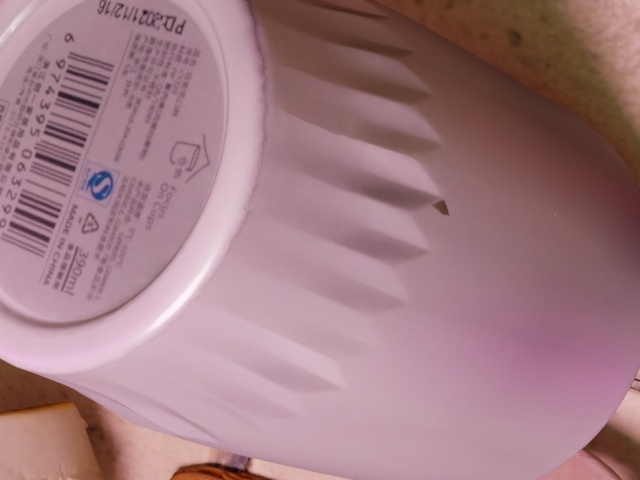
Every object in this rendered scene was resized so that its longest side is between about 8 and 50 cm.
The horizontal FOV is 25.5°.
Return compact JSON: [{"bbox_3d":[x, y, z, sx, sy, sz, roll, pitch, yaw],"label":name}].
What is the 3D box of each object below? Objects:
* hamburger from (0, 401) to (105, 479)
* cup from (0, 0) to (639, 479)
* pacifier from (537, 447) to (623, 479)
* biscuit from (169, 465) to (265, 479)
[{"bbox_3d":[-0.301,0.205,1.056,0.295,0.227,0.151,-9,81,28],"label":"hamburger"},{"bbox_3d":[0.000,0.000,0.748,0.253,0.371,0.253,-9,73,33],"label":"cup"},{"bbox_3d":[0.099,0.283,0.905,0.273,0.220,0.332,13,95,-14],"label":"pacifier"},{"bbox_3d":[-0.092,0.258,1.091,0.186,0.036,0.192,18,113,18],"label":"biscuit"}]
